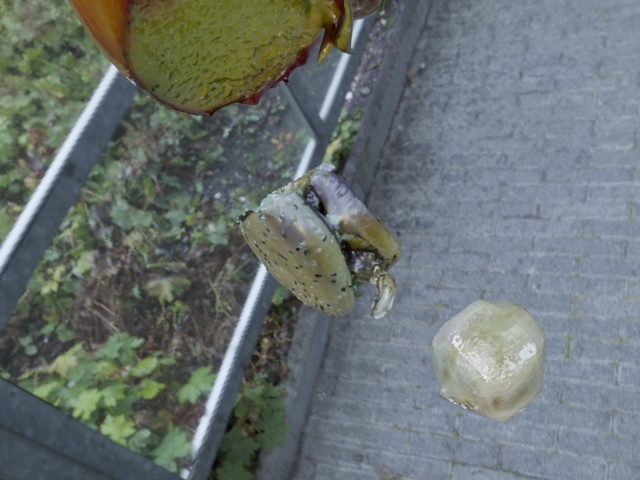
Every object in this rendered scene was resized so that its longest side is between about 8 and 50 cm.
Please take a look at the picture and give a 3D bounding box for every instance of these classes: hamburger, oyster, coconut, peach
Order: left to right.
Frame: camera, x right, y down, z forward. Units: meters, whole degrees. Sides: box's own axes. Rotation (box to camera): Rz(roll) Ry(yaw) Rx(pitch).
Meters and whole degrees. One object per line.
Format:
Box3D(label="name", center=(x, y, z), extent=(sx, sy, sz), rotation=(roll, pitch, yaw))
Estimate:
Box3D(label="peach", center=(-0.137, -0.348, 0.805), extent=(0.335, 0.406, 0.310), rotation=(-28, 75, 9))
Box3D(label="hamburger", center=(0.000, 0.000, 1.312), extent=(0.195, 0.318, 0.277), rotation=(-40, 93, -17))
Box3D(label="oyster", center=(0.099, 0.091, 1.223), extent=(0.083, 0.080, 0.038), rotation=(-55, 36, -3))
Box3D(label="coconut", center=(0.269, 0.196, 1.099), extent=(0.194, 0.194, 0.194), rotation=(-12, 53, 17))

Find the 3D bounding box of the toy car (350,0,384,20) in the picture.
Box3D(label="toy car", center=(0.045, -0.541, 1.277), extent=(0.145, 0.235, 0.235), rotation=(-9, 51, -6))
